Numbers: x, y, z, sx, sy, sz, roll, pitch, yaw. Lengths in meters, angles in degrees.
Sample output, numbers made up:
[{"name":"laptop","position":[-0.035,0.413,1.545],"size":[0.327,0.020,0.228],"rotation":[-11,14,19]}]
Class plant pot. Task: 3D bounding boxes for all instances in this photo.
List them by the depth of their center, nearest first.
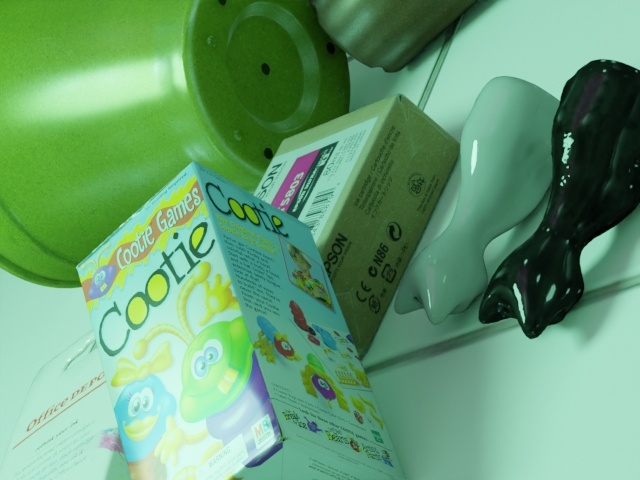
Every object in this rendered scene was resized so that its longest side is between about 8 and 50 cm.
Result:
[{"name":"plant pot","position":[0.085,-0.265,1.727],"size":[0.165,0.167,0.167],"rotation":[-47,21,30]},{"name":"plant pot","position":[-0.169,-0.148,1.836],"size":[0.353,0.366,0.366],"rotation":[-9,45,42]}]

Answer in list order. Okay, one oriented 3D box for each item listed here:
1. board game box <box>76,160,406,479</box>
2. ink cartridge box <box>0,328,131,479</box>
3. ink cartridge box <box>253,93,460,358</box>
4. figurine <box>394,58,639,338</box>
[{"name":"board game box","position":[-0.065,0.102,1.324],"size":[0.142,0.144,0.275],"rotation":[-40,46,21]},{"name":"ink cartridge box","position":[-0.194,0.226,1.534],"size":[0.207,0.119,0.353],"rotation":[-35,28,33]},{"name":"ink cartridge box","position":[0.000,0.000,1.556],"size":[0.193,0.088,0.234],"rotation":[-16,41,53]},{"name":"figurine","position":[0.151,-0.022,1.311],"size":[0.209,0.092,0.215],"rotation":[-61,23,-13]}]
